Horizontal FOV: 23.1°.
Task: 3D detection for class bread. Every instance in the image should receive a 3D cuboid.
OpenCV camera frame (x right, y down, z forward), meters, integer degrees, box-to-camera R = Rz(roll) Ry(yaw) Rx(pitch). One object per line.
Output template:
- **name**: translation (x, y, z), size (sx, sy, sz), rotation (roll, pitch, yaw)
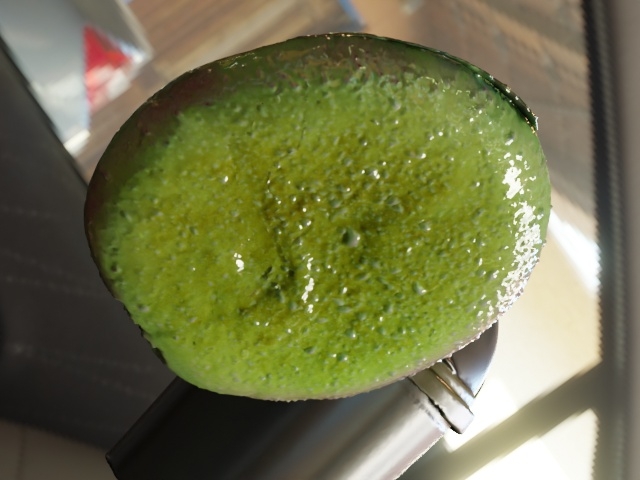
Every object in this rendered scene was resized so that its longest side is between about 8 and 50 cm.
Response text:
- **bread**: translation (0.006, -0.001, 0.967), size (0.301, 0.301, 0.045), rotation (54, 18, -41)

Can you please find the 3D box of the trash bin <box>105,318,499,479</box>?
- **trash bin**: translation (0.003, 0.115, 1.256), size (0.214, 0.334, 0.214), rotation (46, -5, 5)
